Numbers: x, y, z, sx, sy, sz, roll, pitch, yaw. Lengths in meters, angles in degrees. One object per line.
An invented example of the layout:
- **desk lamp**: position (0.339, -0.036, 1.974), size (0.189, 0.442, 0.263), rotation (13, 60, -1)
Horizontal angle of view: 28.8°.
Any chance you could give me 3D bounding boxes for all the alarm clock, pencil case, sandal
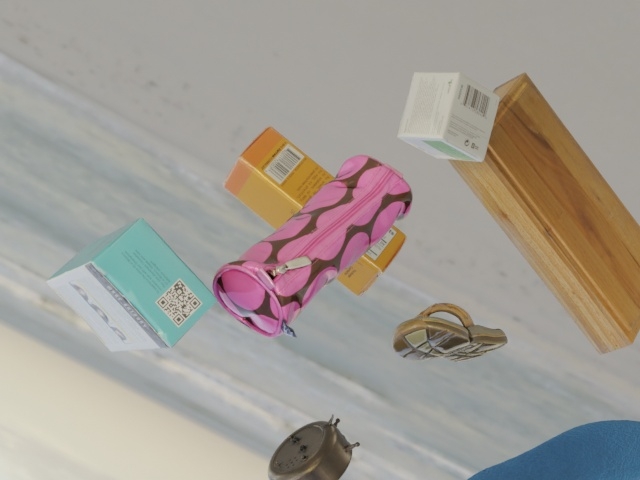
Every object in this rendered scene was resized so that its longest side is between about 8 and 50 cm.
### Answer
- **alarm clock**: position (-0.034, 0.345, 1.885), size (0.064, 0.192, 0.129), rotation (49, 175, -20)
- **pencil case**: position (0.000, 0.000, 1.152), size (0.095, 0.209, 0.098), rotation (38, 146, 11)
- **sandal**: position (0.124, 0.087, 1.224), size (0.072, 0.049, 0.180), rotation (-25, 160, 30)

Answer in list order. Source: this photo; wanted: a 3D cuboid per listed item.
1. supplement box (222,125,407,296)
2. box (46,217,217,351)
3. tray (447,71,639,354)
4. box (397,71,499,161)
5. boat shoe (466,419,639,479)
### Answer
- **supplement box**: position (-0.007, -0.037, 1.592), size (0.233, 0.080, 0.078), rotation (41, 145, 1)
- **box**: position (-0.180, 0.046, 1.148), size (0.100, 0.060, 0.244), rotation (49, 160, -10)
- **tray**: position (0.382, -0.043, 1.956), size (0.411, 0.203, 0.076), rotation (50, 138, -11)
- **box**: position (0.179, -0.174, 1.744), size (0.087, 0.102, 0.101), rotation (9, 171, 46)
- **boat shoe**: position (0.287, 0.277, 1.451), size (0.258, 0.109, 0.089), rotation (-15, 139, 14)
